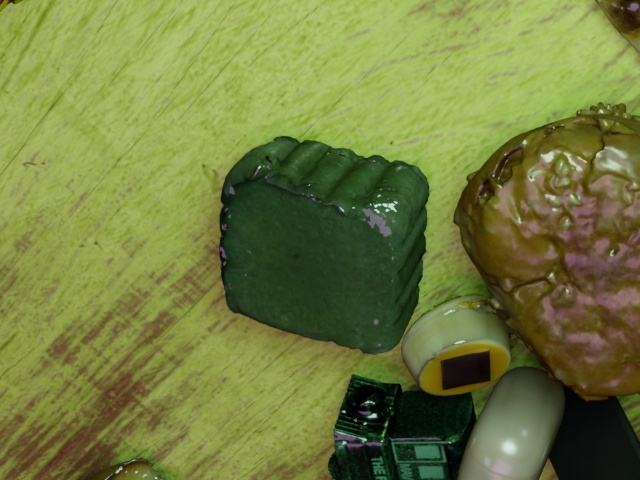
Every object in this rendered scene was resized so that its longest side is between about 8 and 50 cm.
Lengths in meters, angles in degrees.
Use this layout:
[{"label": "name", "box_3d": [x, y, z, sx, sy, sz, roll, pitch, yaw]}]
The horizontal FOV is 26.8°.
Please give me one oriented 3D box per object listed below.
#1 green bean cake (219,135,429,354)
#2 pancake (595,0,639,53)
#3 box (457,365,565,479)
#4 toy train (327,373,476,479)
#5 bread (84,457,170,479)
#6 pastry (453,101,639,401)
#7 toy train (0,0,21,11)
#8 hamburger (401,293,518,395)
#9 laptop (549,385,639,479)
[{"label": "green bean cake", "box_3d": [0.000, 0.000, 1.498, 0.227, 0.125, 0.222, 11, 126, 14]}, {"label": "pancake", "box_3d": [0.345, -0.316, 1.244, 0.244, 0.057, 0.266, -30, 112, 22]}, {"label": "box", "box_3d": [0.216, 0.227, 1.514, 0.088, 0.200, 0.146, 22, 117, 12]}, {"label": "toy train", "box_3d": [0.116, 0.316, 1.648, 0.178, 0.138, 0.330, -4, 120, 16]}, {"label": "bread", "box_3d": [-0.283, 0.391, 1.807, 0.169, 0.160, 0.140, -34, 105, 32]}, {"label": "pastry", "box_3d": [0.284, 0.006, 1.381, 0.255, 0.162, 0.311, -15, 113, 24]}, {"label": "toy train", "box_3d": [-0.259, -0.361, 1.342, 0.100, 0.160, 0.296, 44, 124, -2]}, {"label": "hamburger", "box_3d": [0.161, 0.115, 1.525, 0.141, 0.081, 0.126, -23, 143, 12]}, {"label": "laptop", "box_3d": [0.312, 0.245, 1.517, 0.016, 0.197, 0.135, 9, 131, -26]}]
